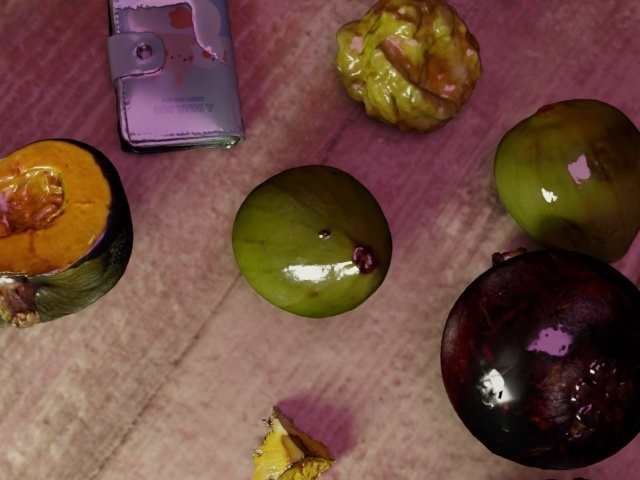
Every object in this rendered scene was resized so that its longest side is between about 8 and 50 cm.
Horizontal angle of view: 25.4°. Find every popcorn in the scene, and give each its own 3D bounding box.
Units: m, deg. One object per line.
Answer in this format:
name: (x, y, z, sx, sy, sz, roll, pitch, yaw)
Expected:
popcorn: (0.122, -0.240, 1.931, 0.197, 0.155, 0.198, -4, 98, -29)

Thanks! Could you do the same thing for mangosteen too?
mangosteen: (0.288, 0.150, 1.836, 0.297, 0.293, 0.297, -11, 107, -40)

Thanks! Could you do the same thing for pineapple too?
pineapple: (-0.046, 0.270, 1.881, 0.114, 0.077, 0.114, -22, 71, -12)

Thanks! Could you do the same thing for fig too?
fig: (0.349, -0.076, 1.899, 0.207, 0.207, 0.230, -29, 85, -9)
fig: (0.000, 0.000, 1.850, 0.203, 0.225, 0.203, -2, 95, -26)

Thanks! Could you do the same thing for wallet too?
wallet: (-0.202, -0.247, 1.943, 0.176, 0.075, 0.250, -6, 82, -12)

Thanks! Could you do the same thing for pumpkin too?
pumpkin: (-0.377, 0.027, 1.796, 0.325, 0.232, 0.242, -10, 60, 6)

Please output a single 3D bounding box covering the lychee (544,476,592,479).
lychee: (0.298, 0.480, 1.717, 0.424, 0.500, 0.425, -13, 121, -21)
